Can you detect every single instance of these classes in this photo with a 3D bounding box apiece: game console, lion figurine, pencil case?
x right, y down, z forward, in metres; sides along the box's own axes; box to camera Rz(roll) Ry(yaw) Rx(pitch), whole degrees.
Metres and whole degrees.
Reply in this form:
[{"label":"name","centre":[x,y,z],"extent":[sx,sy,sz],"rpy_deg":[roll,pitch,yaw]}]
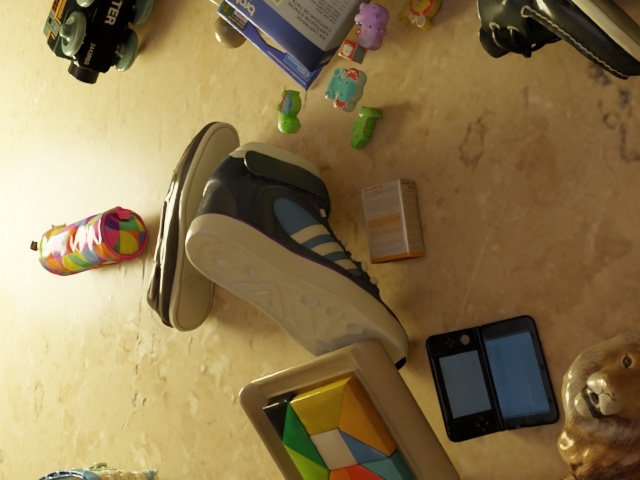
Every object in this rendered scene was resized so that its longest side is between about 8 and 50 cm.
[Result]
[{"label":"game console","centre":[0.189,0.154,0.835],"extent":[0.071,0.107,0.122],"rpy_deg":[142,118,-65]},{"label":"lion figurine","centre":[0.333,0.283,0.687],"extent":[0.240,0.142,0.392],"rpy_deg":[-41,78,24]},{"label":"pencil case","centre":[-0.412,0.002,1.331],"extent":[0.236,0.104,0.104],"rpy_deg":[-10,83,38]}]

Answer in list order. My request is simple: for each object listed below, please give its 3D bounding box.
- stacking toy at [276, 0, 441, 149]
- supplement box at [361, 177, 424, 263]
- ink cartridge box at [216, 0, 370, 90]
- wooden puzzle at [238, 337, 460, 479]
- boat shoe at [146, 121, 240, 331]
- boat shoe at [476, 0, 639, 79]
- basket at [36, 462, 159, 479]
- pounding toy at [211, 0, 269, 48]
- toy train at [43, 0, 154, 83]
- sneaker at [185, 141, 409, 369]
[{"label":"stacking toy","centre":[0.047,-0.216,0.895],"extent":[0.052,0.167,0.221],"rpy_deg":[35,110,35]},{"label":"supplement box","centre":[0.091,-0.023,0.940],"extent":[0.062,0.036,0.098],"rpy_deg":[-12,82,40]},{"label":"ink cartridge box","centre":[-0.018,-0.354,0.953],"extent":[0.186,0.065,0.311],"rpy_deg":[42,130,3]},{"label":"wooden puzzle","centre":[0.025,0.252,0.940],"extent":[0.239,0.044,0.221],"rpy_deg":[-28,94,35]},{"label":"boat shoe","centre":[-0.208,-0.025,1.147],"extent":[0.095,0.112,0.335],"rpy_deg":[23,107,34]},{"label":"boat shoe","centre":[0.204,-0.251,0.789],"extent":[0.340,0.127,0.113],"rpy_deg":[53,122,30]},{"label":"basket","centre":[-0.413,0.472,1.197],"extent":[0.255,0.289,0.201],"rpy_deg":[-23,80,35]},{"label":"pounding toy","centre":[-0.092,-0.408,1.078],"extent":[0.183,0.110,0.237],"rpy_deg":[2,120,30]},{"label":"toy train","centre":[-0.368,-0.440,1.280],"extent":[0.190,0.142,0.334],"rpy_deg":[47,118,41]},{"label":"sneaker","centre":[-0.001,0.000,0.963],"extent":[0.130,0.323,0.236],"rpy_deg":[-44,17,44]}]
